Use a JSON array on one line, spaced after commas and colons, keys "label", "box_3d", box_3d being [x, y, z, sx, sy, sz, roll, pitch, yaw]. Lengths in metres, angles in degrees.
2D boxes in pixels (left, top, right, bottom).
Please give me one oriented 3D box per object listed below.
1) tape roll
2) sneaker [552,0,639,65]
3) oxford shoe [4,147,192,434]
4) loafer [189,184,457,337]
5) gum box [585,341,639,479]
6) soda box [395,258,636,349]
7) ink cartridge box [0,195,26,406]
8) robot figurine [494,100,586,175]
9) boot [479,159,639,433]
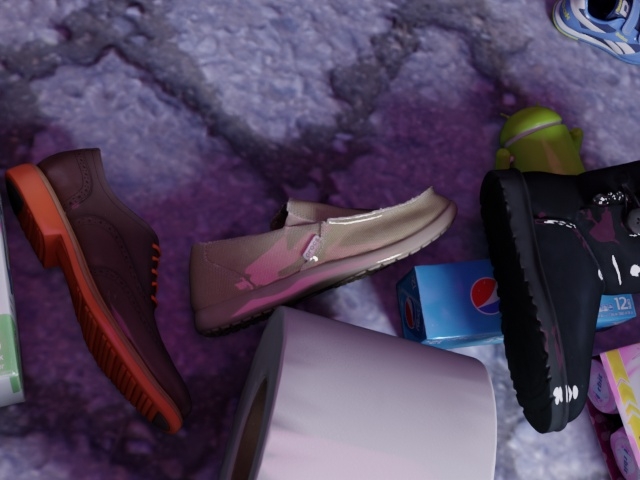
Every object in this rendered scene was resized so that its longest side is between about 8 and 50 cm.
[{"label": "tape roll", "box_3d": [0.016, 0.189, 0.858, 0.169, 0.246, 0.246, 16, 71, -7]}, {"label": "sneaker", "box_3d": [0.320, -0.228, 1.151, 0.144, 0.059, 0.053, 16, 68, -9]}, {"label": "oxford shoe", "box_3d": [-0.170, 0.036, 0.943, 0.098, 0.097, 0.271, -26, 81, -25]}, {"label": "loafer", "box_3d": [0.000, 0.000, 0.987, 0.268, 0.102, 0.092, -22, 86, -17]}, {"label": "gum box", "box_3d": [0.325, 0.188, 1.025, 0.107, 0.062, 0.188, -13, 77, -16]}, {"label": "soda box", "box_3d": [0.183, 0.056, 1.030, 0.210, 0.067, 0.071, -5, 74, -15]}, {"label": "ink cartridge box", "box_3d": [-0.298, 0.026, 0.882, 0.093, 0.154, 0.212, -9, 76, -15]}, {"label": "robot figurine", "box_3d": [0.220, -0.082, 1.080, 0.101, 0.067, 0.115, -18, 78, -18]}, {"label": "boot", "box_3d": [0.264, 0.039, 0.965, 0.207, 0.094, 0.247, -4, 68, -10]}]
